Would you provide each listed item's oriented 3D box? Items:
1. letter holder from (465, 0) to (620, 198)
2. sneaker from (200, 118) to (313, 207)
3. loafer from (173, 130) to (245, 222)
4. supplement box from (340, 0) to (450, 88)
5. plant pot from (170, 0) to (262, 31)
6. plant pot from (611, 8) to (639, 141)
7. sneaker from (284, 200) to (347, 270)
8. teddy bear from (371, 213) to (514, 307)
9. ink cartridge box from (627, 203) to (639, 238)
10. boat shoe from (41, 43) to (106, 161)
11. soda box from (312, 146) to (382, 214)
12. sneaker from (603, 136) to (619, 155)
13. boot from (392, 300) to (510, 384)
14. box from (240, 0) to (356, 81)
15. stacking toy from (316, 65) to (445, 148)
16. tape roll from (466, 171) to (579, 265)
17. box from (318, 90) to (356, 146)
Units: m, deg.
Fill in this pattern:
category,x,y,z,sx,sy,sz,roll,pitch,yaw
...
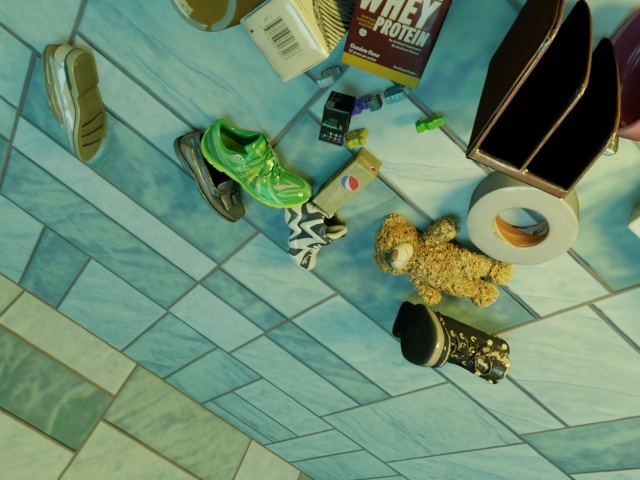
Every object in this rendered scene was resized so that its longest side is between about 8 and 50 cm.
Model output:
category,x,y,z,sx,sy,sz,roll,pitch,yaw
letter holder,0.347,-0.251,0.729,0.152,0.301,0.214,25,139,2
sneaker,-0.148,-0.179,1.200,0.296,0.109,0.123,31,143,-5
loafer,-0.268,-0.159,1.299,0.084,0.096,0.267,-16,122,31
supplement box,0.139,-0.381,0.784,0.129,0.191,0.194,22,138,5
plant pot,-0.159,-0.454,0.863,0.205,0.187,0.205,14,138,13
plant pot,0.542,-0.233,0.748,0.181,0.201,0.201,13,139,-8
sneaker,0.000,0.000,1.320,0.153,0.094,0.234,15,128,25
teddy bear,0.289,0.061,1.226,0.338,0.113,0.245,33,136,-8
ink cartridge box,0.788,-0.002,0.839,0.385,0.091,0.308,43,139,9
boat shoe,-0.623,-0.346,1.279,0.104,0.113,0.302,21,128,8
soda box,0.059,-0.135,1.180,0.061,0.058,0.181,38,137,-13
sneaker,0.461,-0.196,0.925,0.162,0.063,0.073,26,157,6
boot,0.347,0.272,1.292,0.285,0.138,0.377,23,178,-2
box,-0.008,-0.372,0.803,0.094,0.275,0.113,-16,125,38
stacking toy,0.118,-0.282,1.009,0.221,0.052,0.166,-8,131,30
tape roll,0.425,-0.048,1.073,0.220,0.072,0.219,15,137,14
box,0.032,-0.240,1.003,0.052,0.062,0.083,17,138,5
